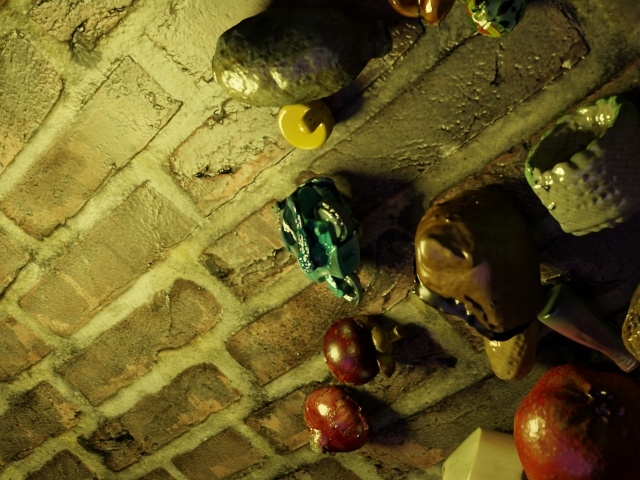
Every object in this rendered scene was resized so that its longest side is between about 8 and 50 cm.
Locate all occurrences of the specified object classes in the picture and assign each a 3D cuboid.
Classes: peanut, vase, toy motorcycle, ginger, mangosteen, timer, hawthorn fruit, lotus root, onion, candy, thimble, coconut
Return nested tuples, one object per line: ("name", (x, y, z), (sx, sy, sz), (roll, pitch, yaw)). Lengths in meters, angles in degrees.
("peanut", (0.384, 0.190, 2.012), (0.108, 0.095, 0.226), (15, 130, 18))
("vase", (0.527, 0.175, 1.945), (0.214, 0.086, 0.086), (35, 133, -9))
("toy motorcycle", (0.000, 0.000, 2.028), (0.206, 0.154, 0.260), (27, 142, 37))
("ginger", (0.302, 0.029, 1.850), (0.269, 0.200, 0.223), (25, 138, 12))
("mangosteen", (0.095, 0.231, 2.178), (0.156, 0.181, 0.146), (64, 170, -7))
("timer", (-0.030, -0.217, 1.879), (0.107, 0.109, 0.107), (14, 131, 16))
("hawthorn fruit", (0.519, 0.411, 2.017), (0.287, 0.287, 0.330), (20, 138, 10))
("lotus root", (-0.046, -0.327, 1.761), (0.349, 0.175, 0.175), (-7, 122, 27))
("onion", (0.032, 0.433, 2.346), (0.184, 0.147, 0.184), (24, 146, 18))
("candy", (0.356, -0.425, 1.564), (0.305, 0.083, 0.091), (-34, 90, 32))
("thimble", (0.451, -0.120, 1.646), (0.219, 0.219, 0.150), (-28, 113, 39))
("coconut", (0.377, 0.521, 2.204), (0.241, 0.241, 0.241), (13, 131, 16))

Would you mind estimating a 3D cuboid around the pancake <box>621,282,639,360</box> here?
("pancake", (0.747, 0.156, 1.815), (0.386, 0.082, 0.387), (11, 130, 13))

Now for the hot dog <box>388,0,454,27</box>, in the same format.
("hot dog", (0.164, -0.494, 1.574), (0.135, 0.100, 0.337), (15, 130, 26))
